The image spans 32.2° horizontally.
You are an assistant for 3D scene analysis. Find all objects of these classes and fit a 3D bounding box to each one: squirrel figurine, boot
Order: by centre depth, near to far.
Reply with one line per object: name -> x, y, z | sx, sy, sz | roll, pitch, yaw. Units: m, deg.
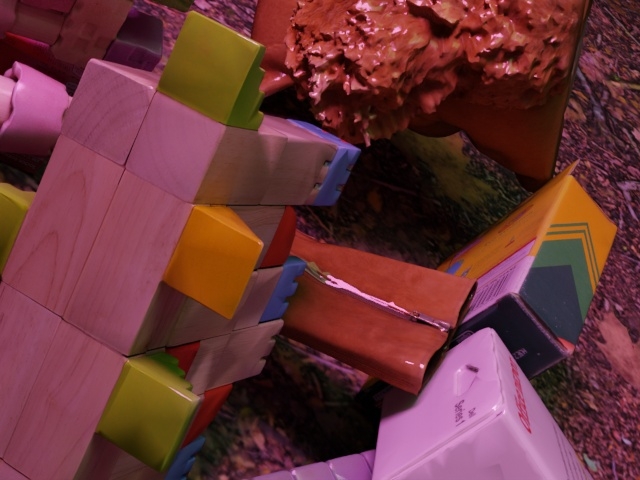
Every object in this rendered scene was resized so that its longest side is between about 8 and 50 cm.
boot -> 0.000, 0.000, 0.968 | 0.280, 0.096, 0.264 | 13, 32, 14
squirrel figurine -> 0.088, -0.223, 1.188 | 0.370, 0.281, 0.397 | 13, 6, 13

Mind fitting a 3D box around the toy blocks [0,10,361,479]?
toy blocks -> -0.105, 0.042, 0.761 | 0.190, 0.381, 0.261 | 28, 10, 17

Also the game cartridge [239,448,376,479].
game cartridge -> 0.033, 0.326, 0.771 | 0.230, 0.068, 0.355 | -6, 57, -36

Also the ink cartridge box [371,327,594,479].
ink cartridge box -> 0.163, 0.231, 0.858 | 0.278, 0.117, 0.201 | 56, 11, -7

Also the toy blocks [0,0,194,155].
toy blocks -> -0.197, -0.253, 0.793 | 0.260, 0.288, 0.309 | 15, 47, -27

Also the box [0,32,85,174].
box -> -0.323, -0.184, 0.943 | 0.257, 0.122, 0.128 | 26, 39, -23

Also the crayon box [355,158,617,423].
crayon box -> 0.178, 0.054, 1.097 | 0.081, 0.202, 0.318 | 48, 35, -5
